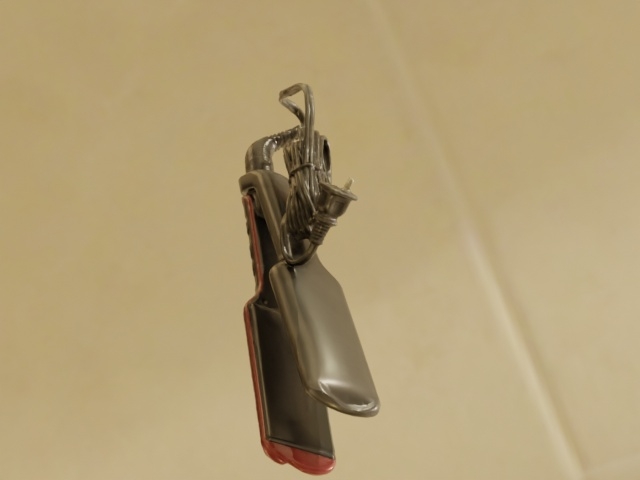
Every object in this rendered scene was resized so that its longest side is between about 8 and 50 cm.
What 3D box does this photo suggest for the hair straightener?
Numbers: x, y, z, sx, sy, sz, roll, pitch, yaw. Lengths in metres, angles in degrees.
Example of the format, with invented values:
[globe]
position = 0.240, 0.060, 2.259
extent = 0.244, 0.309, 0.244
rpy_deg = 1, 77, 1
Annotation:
[hair straightener]
position = 0.000, 0.000, 0.916
extent = 0.047, 0.089, 0.230
rpy_deg = 22, 37, -22
